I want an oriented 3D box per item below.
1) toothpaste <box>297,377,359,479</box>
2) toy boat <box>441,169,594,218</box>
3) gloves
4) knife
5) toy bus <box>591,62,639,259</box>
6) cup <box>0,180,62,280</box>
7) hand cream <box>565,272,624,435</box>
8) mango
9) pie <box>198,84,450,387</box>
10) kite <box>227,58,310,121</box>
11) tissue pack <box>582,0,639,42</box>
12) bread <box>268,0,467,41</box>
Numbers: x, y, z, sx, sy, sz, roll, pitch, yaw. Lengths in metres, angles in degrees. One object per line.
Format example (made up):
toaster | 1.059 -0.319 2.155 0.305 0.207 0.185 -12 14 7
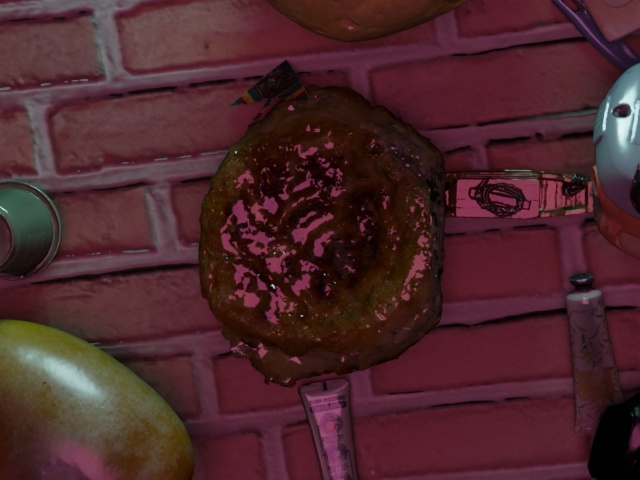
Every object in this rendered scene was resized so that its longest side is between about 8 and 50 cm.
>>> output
toothpaste | 0.023 0.284 2.015 0.062 0.039 0.239 -10 95 1
toy boat | 0.219 -0.052 1.935 0.201 0.077 0.057 1 97 4
gloves | 0.433 0.238 1.942 0.203 0.124 0.164 11 121 -18
knife | 0.382 -0.189 1.939 0.313 0.019 0.044 43 87 -3
toy bus | 0.425 -0.062 1.855 0.288 0.232 0.194 16 61 -1
cup | -0.370 -0.005 1.955 0.120 0.141 0.120 1 99 6
hand cream | 0.318 0.135 1.972 0.067 0.042 0.194 -10 101 4
mango | -0.319 0.219 1.950 0.384 0.199 0.221 26 98 1
pie | 0.000 0.000 1.933 0.288 0.103 0.354 5 96 17
kite | -0.054 -0.174 1.950 0.122 0.004 0.090 5 60 40
tissue pack | 0.302 -0.386 1.844 0.071 0.170 0.325 -33 94 -30
bread | 0.057 -0.370 1.823 0.321 0.237 0.320 5 107 16
